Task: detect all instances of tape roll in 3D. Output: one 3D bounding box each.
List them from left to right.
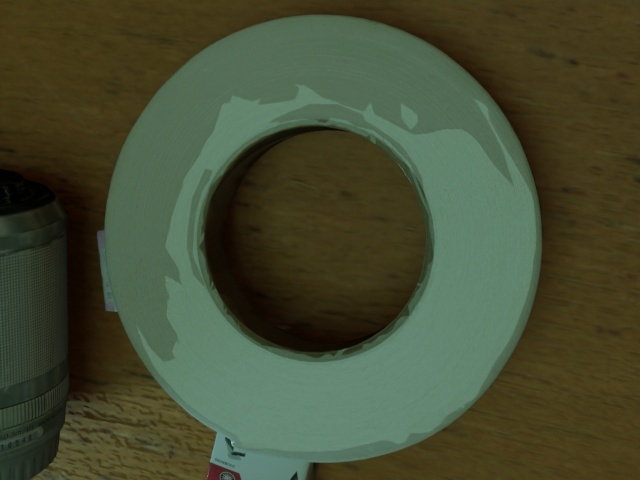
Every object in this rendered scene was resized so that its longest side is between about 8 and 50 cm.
[{"bbox_3d":[0.000,0.000,0.949,0.392,0.072,0.392,0,92,11],"label":"tape roll"}]

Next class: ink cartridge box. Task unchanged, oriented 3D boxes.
[{"bbox_3d":[-0.048,0.188,1.043,0.099,0.056,0.135,17,106,11],"label":"ink cartridge box"}]

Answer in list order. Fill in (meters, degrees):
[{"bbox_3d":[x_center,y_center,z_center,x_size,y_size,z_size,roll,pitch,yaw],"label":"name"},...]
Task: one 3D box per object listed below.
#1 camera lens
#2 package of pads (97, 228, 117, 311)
[{"bbox_3d":[-0.349,0.076,1.012,0.219,0.219,0.274,5,103,14],"label":"camera lens"},{"bbox_3d":[-0.193,0.024,1.049,0.032,0.050,0.083,-1,101,15],"label":"package of pads"}]
